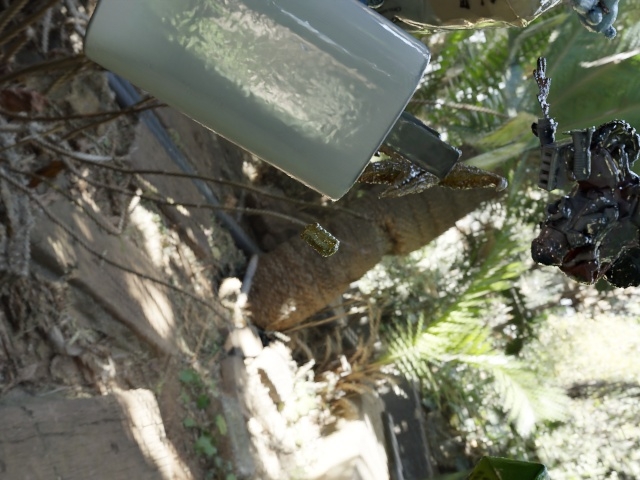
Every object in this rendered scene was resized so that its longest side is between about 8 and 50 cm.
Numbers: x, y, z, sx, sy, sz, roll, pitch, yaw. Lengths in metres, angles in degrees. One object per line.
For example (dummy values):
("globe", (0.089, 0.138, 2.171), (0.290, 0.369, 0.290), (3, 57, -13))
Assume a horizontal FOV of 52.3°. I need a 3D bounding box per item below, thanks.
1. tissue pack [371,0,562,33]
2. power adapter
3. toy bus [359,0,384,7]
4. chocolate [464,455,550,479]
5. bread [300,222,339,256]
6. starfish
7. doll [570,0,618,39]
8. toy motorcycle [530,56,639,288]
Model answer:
("tissue pack", (0.211, -0.396, 0.874), (0.376, 0.390, 0.195), (11, -51, 53))
("power adapter", (-0.014, -0.123, 0.473), (0.255, 0.124, 0.187), (30, 18, -12))
("toy bus", (-0.009, -0.278, 0.758), (0.090, 0.184, 0.106), (28, -12, 45))
("chocolate", (0.302, 0.574, 1.150), (0.137, 0.289, 0.300), (8, -53, 49))
("bread", (0.000, 0.000, 1.326), (0.088, 0.049, 0.033), (37, -29, 23))
("starfish", (0.133, -0.090, 0.843), (0.241, 0.227, 0.043), (19, -57, 45))
("doll", (0.457, -0.406, 1.084), (0.180, 0.075, 0.120), (-4, 78, -60))
("toy motorcycle", (0.411, -0.091, 1.029), (0.134, 0.207, 0.400), (-127, -158, -70))
